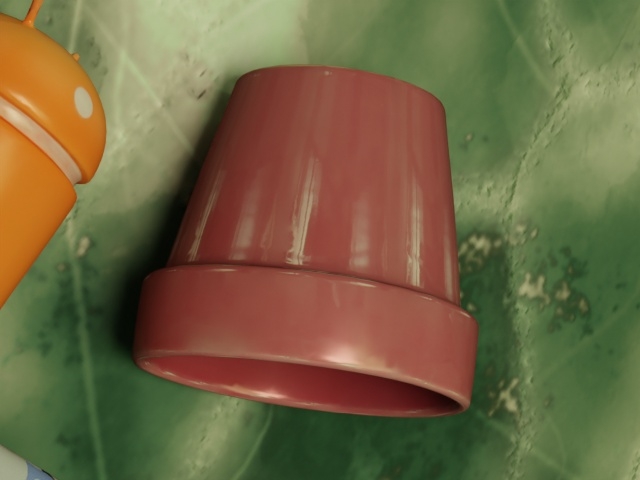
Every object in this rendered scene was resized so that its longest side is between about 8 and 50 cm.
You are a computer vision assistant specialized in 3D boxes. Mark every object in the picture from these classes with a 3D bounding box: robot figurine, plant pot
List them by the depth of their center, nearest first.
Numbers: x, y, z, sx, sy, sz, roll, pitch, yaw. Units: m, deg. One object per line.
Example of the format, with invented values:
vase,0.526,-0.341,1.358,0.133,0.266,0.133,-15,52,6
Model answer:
robot figurine,-0.197,-0.029,0.998,0.158,0.128,0.219,42,74,-30
plant pot,0.000,0.000,1.137,0.201,0.201,0.180,18,75,-40

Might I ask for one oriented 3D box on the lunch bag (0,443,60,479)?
lunch bag,-0.331,0.224,0.894,0.328,0.239,0.385,38,68,-37
